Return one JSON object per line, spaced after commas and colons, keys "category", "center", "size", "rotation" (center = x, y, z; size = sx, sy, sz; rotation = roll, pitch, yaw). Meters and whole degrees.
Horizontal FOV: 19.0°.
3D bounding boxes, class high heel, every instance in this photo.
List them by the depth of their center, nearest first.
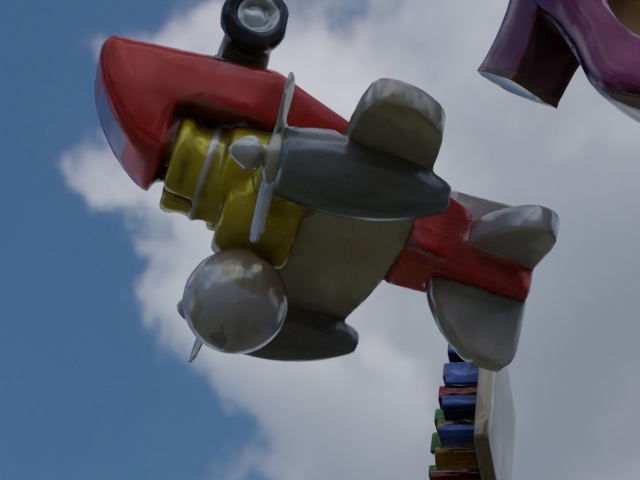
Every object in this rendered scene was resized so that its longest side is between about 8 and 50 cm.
{"category": "high heel", "center": [0.278, -0.179, 1.534], "size": [0.127, 0.377, 0.181], "rotation": [28, -92, -40]}

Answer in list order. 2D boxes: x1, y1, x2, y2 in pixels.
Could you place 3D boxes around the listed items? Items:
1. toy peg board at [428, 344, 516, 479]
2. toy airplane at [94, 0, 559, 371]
{"category": "toy peg board", "center": [0.138, 0.180, 1.839], "size": [0.079, 0.161, 0.160], "rotation": [-3, -46, 12]}
{"category": "toy airplane", "center": [0.000, 0.000, 1.600], "size": [0.384, 0.272, 0.386], "rotation": [10, -38, 41]}
